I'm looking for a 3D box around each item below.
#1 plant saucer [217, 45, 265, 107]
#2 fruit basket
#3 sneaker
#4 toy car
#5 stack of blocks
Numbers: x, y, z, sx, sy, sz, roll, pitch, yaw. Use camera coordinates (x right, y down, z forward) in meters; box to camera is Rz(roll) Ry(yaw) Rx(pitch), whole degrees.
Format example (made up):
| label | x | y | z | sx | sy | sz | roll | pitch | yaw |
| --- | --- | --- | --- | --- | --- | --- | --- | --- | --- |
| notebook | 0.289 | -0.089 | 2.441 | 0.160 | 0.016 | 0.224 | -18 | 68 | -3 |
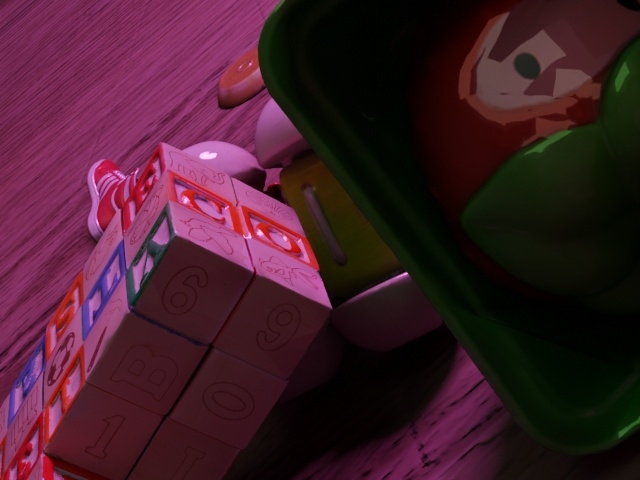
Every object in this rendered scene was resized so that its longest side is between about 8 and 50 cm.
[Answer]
| label | x | y | z | sx | sy | sz | roll | pitch | yaw |
| --- | --- | --- | --- | --- | --- | --- | --- | --- | --- |
| plant saucer | -0.065 | -0.155 | 1.291 | 0.083 | 0.015 | 0.083 | -32 | 26 | 18 |
| fruit basket | 0.190 | -0.074 | 0.562 | 0.392 | 0.283 | 0.392 | -36 | 8 | 6 |
| sneaker | -0.168 | -0.046 | 1.221 | 0.067 | 0.042 | 0.118 | -36 | 33 | 17 |
| toy car | 0.000 | 0.000 | 0.835 | 0.182 | 0.159 | 0.136 | -29 | -9 | 23 |
| stack of blocks | -0.112 | 0.117 | 0.712 | 0.297 | 0.087 | 0.171 | -57 | 21 | 15 |
